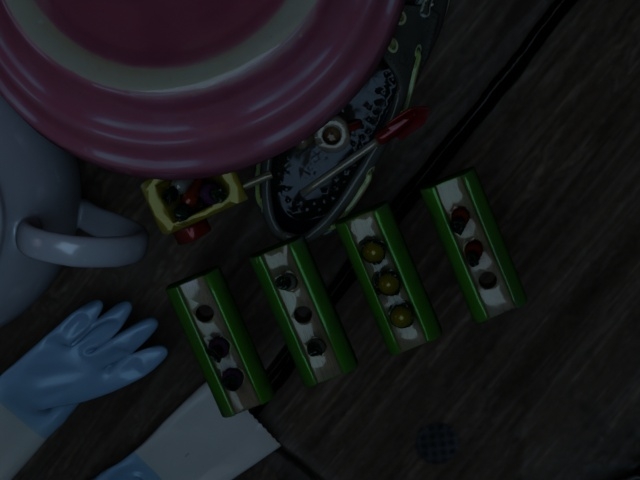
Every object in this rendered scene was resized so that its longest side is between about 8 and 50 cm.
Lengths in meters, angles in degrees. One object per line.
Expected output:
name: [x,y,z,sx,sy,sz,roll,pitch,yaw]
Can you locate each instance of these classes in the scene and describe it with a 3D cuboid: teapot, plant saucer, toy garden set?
teapot: [-0.296,-0.025,1.468,0.256,0.187,0.252,-36,100,8]
plant saucer: [-0.102,-0.212,1.408,0.332,0.084,0.332,-1,79,7]
toy garden set: [0.000,0.000,1.440,0.244,0.049,0.204,-22,101,7]

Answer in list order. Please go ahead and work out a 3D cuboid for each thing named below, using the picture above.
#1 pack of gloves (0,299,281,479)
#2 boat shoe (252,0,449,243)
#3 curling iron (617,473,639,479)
pack of gloves: [-0.181,0.159,1.591,0.232,0.046,0.195,-39,111,12]
boat shoe: [0.028,-0.138,1.481,0.109,0.091,0.305,19,103,-3]
curling iron: [0.156,0.255,1.597,0.274,0.035,0.068,-21,101,6]
